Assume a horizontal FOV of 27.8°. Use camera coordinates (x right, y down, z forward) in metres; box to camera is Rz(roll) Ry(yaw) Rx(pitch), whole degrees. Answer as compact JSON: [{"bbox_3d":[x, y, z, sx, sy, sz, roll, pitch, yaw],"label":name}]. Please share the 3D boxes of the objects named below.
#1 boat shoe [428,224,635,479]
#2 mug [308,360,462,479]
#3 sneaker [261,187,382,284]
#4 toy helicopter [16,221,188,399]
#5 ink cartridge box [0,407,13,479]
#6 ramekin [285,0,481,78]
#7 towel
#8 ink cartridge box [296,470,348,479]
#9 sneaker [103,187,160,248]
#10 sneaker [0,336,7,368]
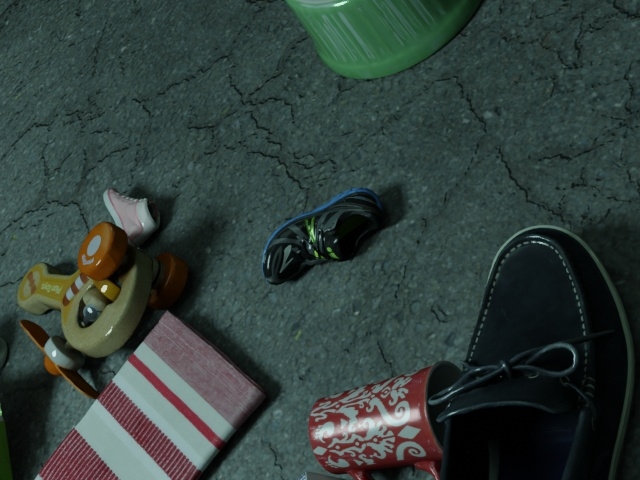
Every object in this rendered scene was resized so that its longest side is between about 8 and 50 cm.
[{"bbox_3d":[0.215,0.179,1.340,0.187,0.156,0.500,-14,49,33],"label":"boat shoe"},{"bbox_3d":[0.076,0.221,1.452,0.169,0.113,0.150,-16,44,33],"label":"mug"},{"bbox_3d":[0.000,0.000,1.717,0.188,0.067,0.078,-32,37,11],"label":"sneaker"},{"bbox_3d":[-0.363,0.100,1.917,0.355,0.140,0.235,5,70,53],"label":"toy helicopter"},{"bbox_3d":[-0.550,0.268,1.841,0.189,0.097,0.255,-14,84,30],"label":"ink cartridge box"},{"bbox_3d":[0.085,-0.402,1.903,0.303,0.148,0.303,-21,47,25],"label":"ramekin"},{"bbox_3d":[-0.236,0.275,1.719,0.329,0.037,0.237,-51,44,-4],"label":"towel"},{"bbox_3d":[0.007,0.322,1.459,0.029,0.063,0.115,-51,31,43],"label":"ink cartridge box"},{"bbox_3d":[-0.287,-0.048,2.001,0.070,0.051,0.134,-38,45,7],"label":"sneaker"},{"bbox_3d":[-0.652,0.241,2.000,0.330,0.146,0.122,-47,43,0],"label":"sneaker"}]
